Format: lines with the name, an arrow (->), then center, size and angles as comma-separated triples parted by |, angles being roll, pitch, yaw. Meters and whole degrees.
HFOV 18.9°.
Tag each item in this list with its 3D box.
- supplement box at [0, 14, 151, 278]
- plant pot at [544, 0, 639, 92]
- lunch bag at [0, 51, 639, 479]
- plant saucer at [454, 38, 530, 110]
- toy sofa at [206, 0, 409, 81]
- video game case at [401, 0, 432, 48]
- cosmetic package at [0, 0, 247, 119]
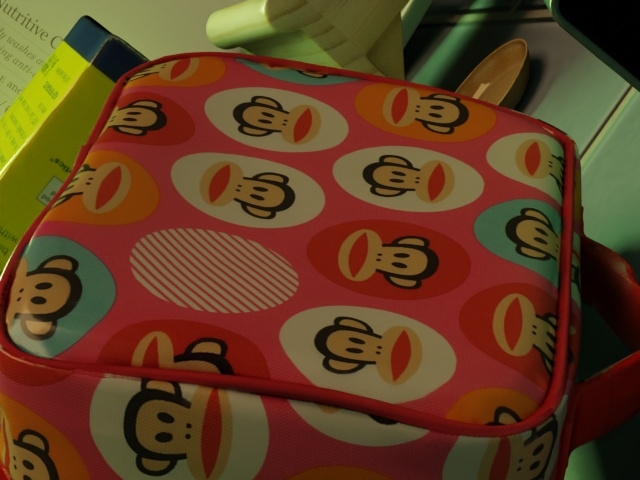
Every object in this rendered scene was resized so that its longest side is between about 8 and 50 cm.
supplement box -> -0.192, 0.043, 1.354 | 0.356, 0.195, 0.194 | -51, 17, 1
plant pot -> 0.187, -0.114, 0.754 | 0.165, 0.166, 0.234 | -50, 9, 9
lunch bag -> 0.014, 0.026, 0.807 | 0.293, 0.258, 0.120 | -69, -14, -60
plant saucer -> 0.100, -0.084, 1.151 | 0.083, 0.015, 0.083 | -46, 17, 19
toy sofa -> 0.073, -0.257, 1.257 | 0.362, 0.177, 0.150 | -51, 14, -10
video game case -> 0.010, -0.141, 1.404 | 0.157, 0.019, 0.143 | -59, 33, 4
cosmetic package -> -0.108, -0.216, 1.539 | 0.385, 0.217, 0.156 | -56, -13, 4
